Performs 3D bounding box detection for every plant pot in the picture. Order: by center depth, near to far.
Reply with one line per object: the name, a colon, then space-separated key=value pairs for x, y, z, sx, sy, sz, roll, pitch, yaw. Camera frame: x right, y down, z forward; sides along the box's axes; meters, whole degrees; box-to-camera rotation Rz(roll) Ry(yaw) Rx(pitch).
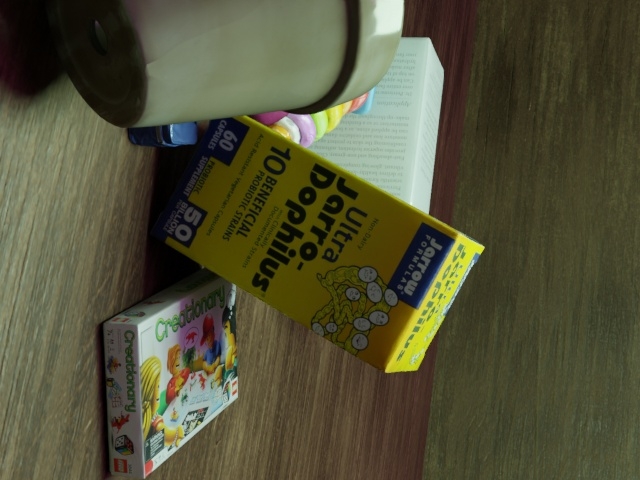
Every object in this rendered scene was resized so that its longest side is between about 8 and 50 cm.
plant pot: x=-0.123 y=-0.255 z=1.217 sx=0.280 sy=0.323 sz=0.323 roll=-27 pitch=125 yaw=-31

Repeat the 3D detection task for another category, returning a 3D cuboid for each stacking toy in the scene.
stacking toy: x=-0.039 y=-0.199 z=1.798 sx=0.302 sy=0.165 sz=0.175 roll=-58 pitch=167 yaw=-34

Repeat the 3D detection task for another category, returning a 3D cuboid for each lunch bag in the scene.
lunch bag: x=-0.186 y=-0.149 z=1.429 sx=0.098 sy=0.065 sz=0.067 roll=-18 pitch=111 yaw=-71

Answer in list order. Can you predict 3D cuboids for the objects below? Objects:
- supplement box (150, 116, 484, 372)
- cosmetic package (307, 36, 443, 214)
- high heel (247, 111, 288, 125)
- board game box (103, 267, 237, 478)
supplement box: x=0.000 y=0.000 z=1.494 sx=0.194 sy=0.356 sz=0.195 roll=-62 pitch=163 yaw=4
cosmetic package: x=0.070 y=-0.112 z=1.990 sx=0.161 sy=0.230 sz=0.453 roll=43 pitch=54 yaw=-69
high heel: x=-0.147 y=-0.276 z=1.538 sx=0.377 sy=0.181 sz=0.127 roll=44 pitch=32 yaw=-40
board game box: x=-0.187 y=0.160 z=1.508 sx=0.305 sy=0.053 sz=0.193 roll=-34 pitch=125 yaw=-69
